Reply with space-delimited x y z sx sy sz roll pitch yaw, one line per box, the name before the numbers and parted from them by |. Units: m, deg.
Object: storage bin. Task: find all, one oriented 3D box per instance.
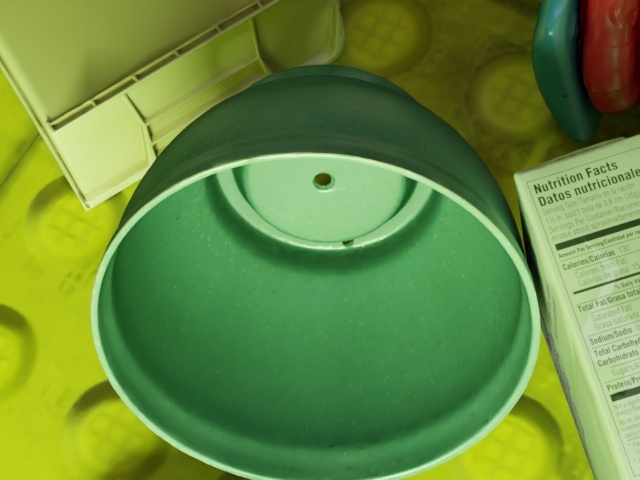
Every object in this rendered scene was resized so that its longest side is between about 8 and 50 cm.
storage bin | -0.151 -0.213 1.359 0.260 0.123 0.262 -31 65 -6

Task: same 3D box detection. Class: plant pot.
plant pot | 0.000 0.000 1.174 0.293 0.293 0.196 -5 39 7

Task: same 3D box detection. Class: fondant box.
fondant box | 0.222 0.132 1.079 0.096 0.238 0.330 -17 64 3

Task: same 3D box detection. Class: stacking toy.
stacking toy | 0.316 -0.157 1.207 0.301 0.175 0.166 10 67 23
